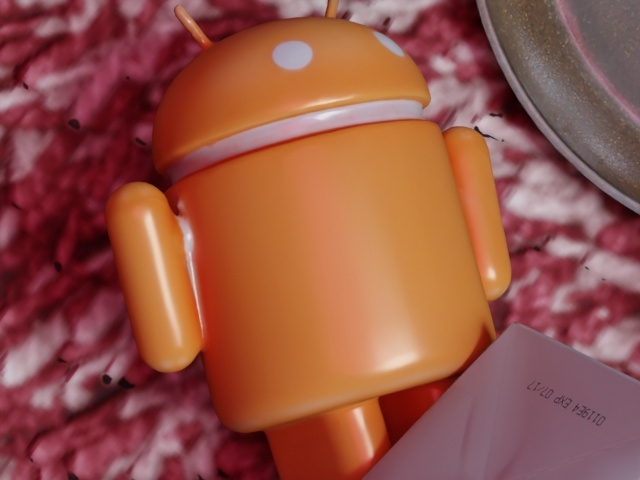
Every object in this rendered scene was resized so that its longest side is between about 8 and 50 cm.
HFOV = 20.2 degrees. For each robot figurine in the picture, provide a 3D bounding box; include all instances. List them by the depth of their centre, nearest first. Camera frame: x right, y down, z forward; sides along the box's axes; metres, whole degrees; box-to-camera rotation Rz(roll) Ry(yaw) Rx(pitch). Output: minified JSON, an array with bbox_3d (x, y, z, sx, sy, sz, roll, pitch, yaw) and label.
[{"bbox_3d":[-0.001,0.000,0.770,0.158,0.128,0.219,-15,84,8],"label":"robot figurine"}]

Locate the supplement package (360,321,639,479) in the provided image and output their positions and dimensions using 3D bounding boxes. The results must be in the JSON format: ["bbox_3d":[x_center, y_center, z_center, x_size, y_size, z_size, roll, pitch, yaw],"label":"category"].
[{"bbox_3d":[0.131,0.173,0.709,0.134,0.139,0.244,-45,115,-9],"label":"supplement package"}]

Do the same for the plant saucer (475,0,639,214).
[{"bbox_3d":[0.220,-0.147,0.799,0.311,0.050,0.310,2,98,17],"label":"plant saucer"}]
